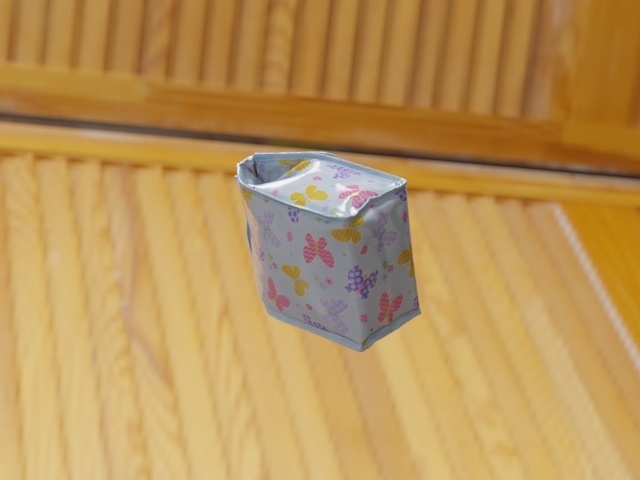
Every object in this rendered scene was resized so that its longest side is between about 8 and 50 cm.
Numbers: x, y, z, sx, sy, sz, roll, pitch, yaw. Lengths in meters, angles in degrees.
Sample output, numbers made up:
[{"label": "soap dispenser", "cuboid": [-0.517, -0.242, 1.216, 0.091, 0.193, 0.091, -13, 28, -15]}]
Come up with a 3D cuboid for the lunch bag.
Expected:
[{"label": "lunch bag", "cuboid": [0.000, 0.000, 0.804, 0.083, 0.053, 0.071, 17, 127, 40]}]
